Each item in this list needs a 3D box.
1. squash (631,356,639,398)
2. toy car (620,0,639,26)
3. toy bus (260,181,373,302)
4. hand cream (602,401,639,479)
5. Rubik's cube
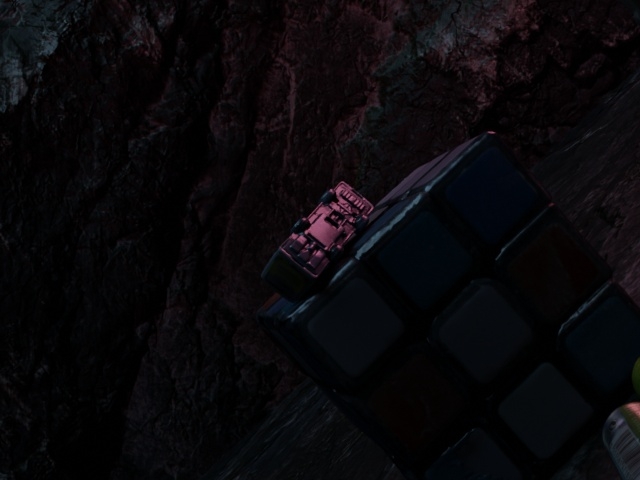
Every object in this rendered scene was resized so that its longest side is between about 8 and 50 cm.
[{"bbox_3d":[0.356,0.152,1.000,0.066,0.066,0.201,-43,6,6],"label":"squash"},{"bbox_3d":[0.424,-0.297,0.859,0.336,0.242,0.226,-42,0,7],"label":"toy car"},{"bbox_3d":[0.000,0.000,1.204,0.075,0.064,0.190,-54,-3,33],"label":"toy bus"},{"bbox_3d":[0.265,0.189,0.771,0.086,0.055,0.235,-46,11,11],"label":"hand cream"},{"bbox_3d":[0.161,0.110,1.317,0.363,0.359,0.362,-44,2,-5],"label":"Rubik's cube"}]
